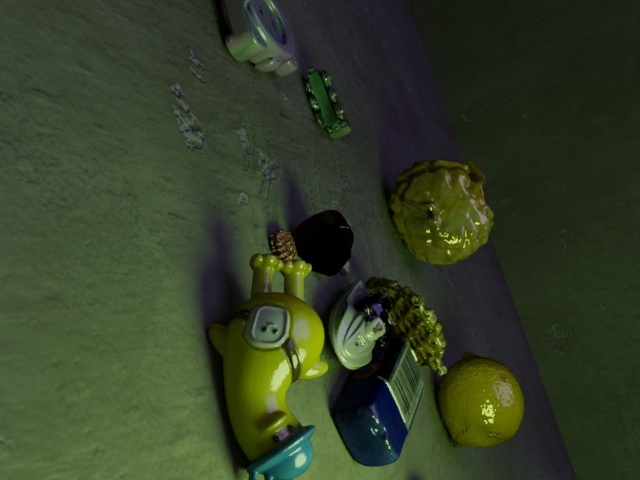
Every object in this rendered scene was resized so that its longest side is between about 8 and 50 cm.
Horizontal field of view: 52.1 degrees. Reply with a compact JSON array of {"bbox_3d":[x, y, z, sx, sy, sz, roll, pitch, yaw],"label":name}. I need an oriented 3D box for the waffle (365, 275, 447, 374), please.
[{"bbox_3d":[0.199,0.192,1.523,0.052,0.254,0.245,-33,114,-22],"label":"waffle"}]

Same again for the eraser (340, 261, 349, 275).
[{"bbox_3d":[0.040,0.043,1.532,0.083,0.019,0.038,49,31,-36],"label":"eraser"}]

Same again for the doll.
[{"bbox_3d":[-0.082,0.197,1.015,0.200,0.145,0.362,11,60,-16],"label":"doll"}]

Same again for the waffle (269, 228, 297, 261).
[{"bbox_3d":[-0.072,0.016,1.302,0.075,0.029,0.083,29,47,-55],"label":"waffle"}]

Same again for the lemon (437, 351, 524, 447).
[{"bbox_3d":[0.434,0.431,1.777,0.228,0.228,0.253,15,72,-62],"label":"lemon"}]

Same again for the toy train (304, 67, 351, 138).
[{"bbox_3d":[0.019,-0.378,1.796,0.125,0.081,0.194,23,46,-73],"label":"toy train"}]

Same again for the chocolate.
[{"bbox_3d":[0.000,0.000,1.398,0.148,0.125,0.080,97,-13,-44],"label":"chocolate"}]

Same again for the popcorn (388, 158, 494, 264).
[{"bbox_3d":[0.377,-0.087,2.083,0.381,0.349,0.349,86,-14,-81],"label":"popcorn"}]

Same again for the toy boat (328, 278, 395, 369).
[{"bbox_3d":[0.091,0.177,1.392,0.140,0.141,0.269,64,9,-9],"label":"toy boat"}]

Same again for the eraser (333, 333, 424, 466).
[{"bbox_3d":[0.134,0.331,1.382,0.155,0.102,0.332,65,24,-8],"label":"eraser"}]

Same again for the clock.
[{"bbox_3d":[-0.146,-0.502,1.527,0.248,0.090,0.227,14,57,-64],"label":"clock"}]
